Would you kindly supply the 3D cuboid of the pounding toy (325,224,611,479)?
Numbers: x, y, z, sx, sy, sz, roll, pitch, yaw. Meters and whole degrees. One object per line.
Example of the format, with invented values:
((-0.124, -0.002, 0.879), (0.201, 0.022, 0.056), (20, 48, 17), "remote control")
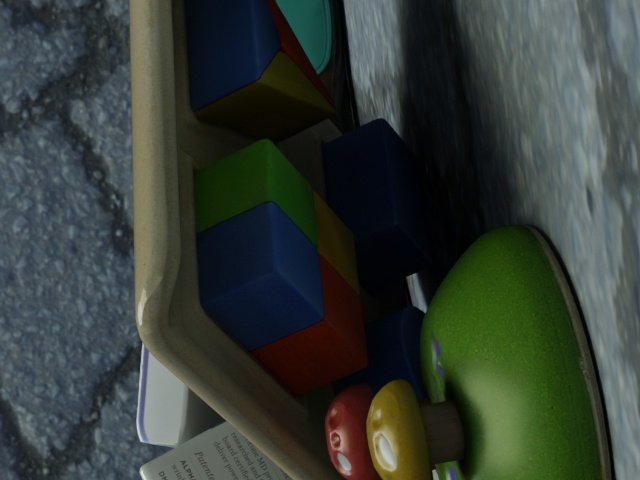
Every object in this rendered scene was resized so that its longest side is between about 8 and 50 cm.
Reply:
((0.066, 0.111, 0.880), (0.183, 0.110, 0.236), (89, 170, -55), "pounding toy")

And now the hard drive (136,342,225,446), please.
((-0.061, 0.069, 1.506), (0.319, 0.040, 0.210), (28, -116, -70), "hard drive")

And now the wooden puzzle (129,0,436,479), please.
((0.000, 0.000, 1.062), (0.348, 0.081, 0.322), (53, -158, -44), "wooden puzzle")

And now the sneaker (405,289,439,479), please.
((0.015, 0.134, 1.295), (0.107, 0.124, 0.283), (89, 170, -54), "sneaker")

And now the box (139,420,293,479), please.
((-0.037, 0.237, 1.385), (0.182, 0.119, 0.181), (58, 168, 19), "box")

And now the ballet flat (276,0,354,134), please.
((-0.021, -0.113, 1.442), (0.096, 0.095, 0.280), (-56, -43, -82), "ballet flat")
